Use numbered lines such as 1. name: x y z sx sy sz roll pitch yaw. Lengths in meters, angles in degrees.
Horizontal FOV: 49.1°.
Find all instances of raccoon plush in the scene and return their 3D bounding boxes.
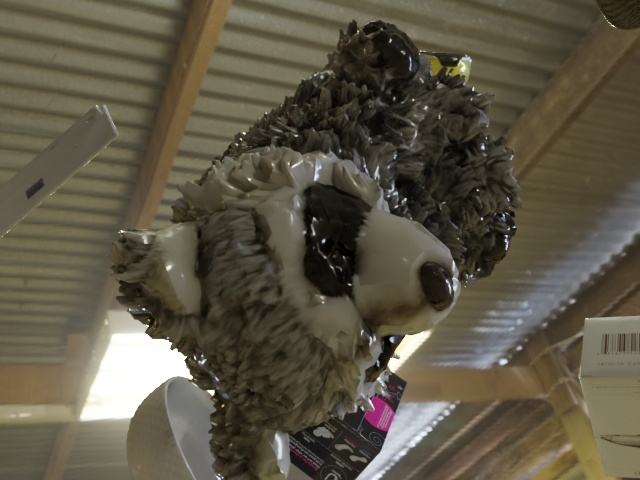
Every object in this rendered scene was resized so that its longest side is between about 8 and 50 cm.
1. raccoon plush: -0.053 0.032 0.538 0.299 0.216 0.446 -41 7 -34

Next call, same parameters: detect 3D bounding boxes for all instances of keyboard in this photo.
1. keyboard: -0.355 -0.069 0.870 0.256 0.072 0.014 -39 -34 6

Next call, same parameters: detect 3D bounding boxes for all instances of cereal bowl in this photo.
1. cereal bowl: -0.207 0.401 1.160 0.141 0.339 0.339 -35 -38 2

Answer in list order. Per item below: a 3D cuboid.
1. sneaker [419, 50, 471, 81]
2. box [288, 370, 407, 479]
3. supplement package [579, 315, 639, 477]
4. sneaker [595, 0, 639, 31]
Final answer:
1. sneaker: 0.146 -0.183 0.934 0.081 0.094 0.208 6 -10 -4
2. box: 0.038 0.323 1.311 0.163 0.247 0.142 36 -66 4
3. supplement package: 0.386 0.192 0.852 0.105 0.105 0.179 -8 -57 28
4. sneaker: 0.298 -0.331 0.701 0.083 0.118 0.222 -5 -62 51
